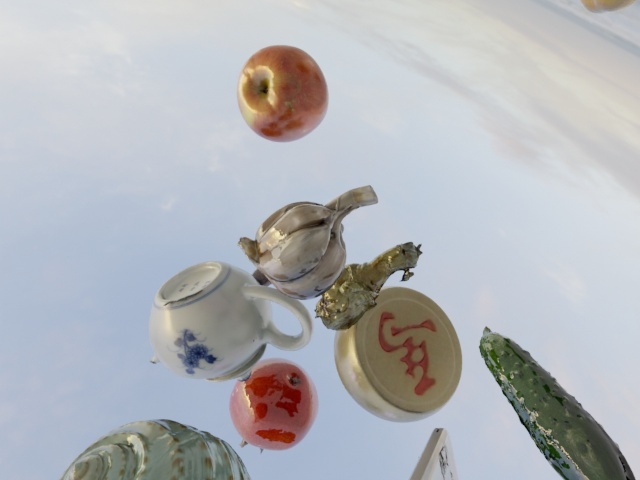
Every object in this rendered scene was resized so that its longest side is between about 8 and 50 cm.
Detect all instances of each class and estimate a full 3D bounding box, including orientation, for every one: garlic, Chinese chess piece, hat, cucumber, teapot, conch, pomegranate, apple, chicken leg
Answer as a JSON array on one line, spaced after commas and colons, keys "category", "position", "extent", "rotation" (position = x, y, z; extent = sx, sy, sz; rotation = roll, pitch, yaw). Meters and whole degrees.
[{"category": "garlic", "position": [0.000, 0.000, 0.581], "extent": [0.194, 0.131, 0.127], "rotation": [-32, -123, -3]}, {"category": "Chinese chess piece", "position": [0.158, 0.223, 0.861], "extent": [0.274, 0.102, 0.272], "rotation": [11, -118, -21]}, {"category": "hat", "position": [-0.125, 0.093, 0.981], "extent": [0.087, 0.058, 0.042], "rotation": [12, -124, 22]}, {"category": "cucumber", "position": [0.240, 0.176, 0.467], "extent": [0.069, 0.069, 0.227], "rotation": [11, -153, -22]}, {"category": "teapot", "position": [-0.214, 0.194, 0.908], "extent": [0.425, 0.279, 0.252], "rotation": [-12, -155, 20]}, {"category": "conch", "position": [-0.226, 0.398, 0.661], "extent": [0.319, 0.303, 0.214], "rotation": [36, -126, -48]}, {"category": "pomegranate", "position": [-0.124, 0.417, 1.068], "extent": [0.221, 0.256, 0.221], "rotation": [30, -163, -10]}, {"category": "apple", "position": [-0.064, -0.254, 0.752], "extent": [0.163, 0.163, 0.139], "rotation": [44, -154, 21]}, {"category": "chicken leg", "position": [0.075, 0.073, 0.738], "extent": [0.103, 0.228, 0.088], "rotation": [35, -156, -28]}]

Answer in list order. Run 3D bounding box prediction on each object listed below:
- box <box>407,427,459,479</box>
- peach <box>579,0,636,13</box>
[{"category": "box", "position": [0.170, 0.390, 0.628], "extent": [0.285, 0.044, 0.141], "rotation": [10, -112, -66]}, {"category": "peach", "position": [0.585, -0.553, 0.867], "extent": [0.179, 0.103, 0.179], "rotation": [56, -168, -18]}]
